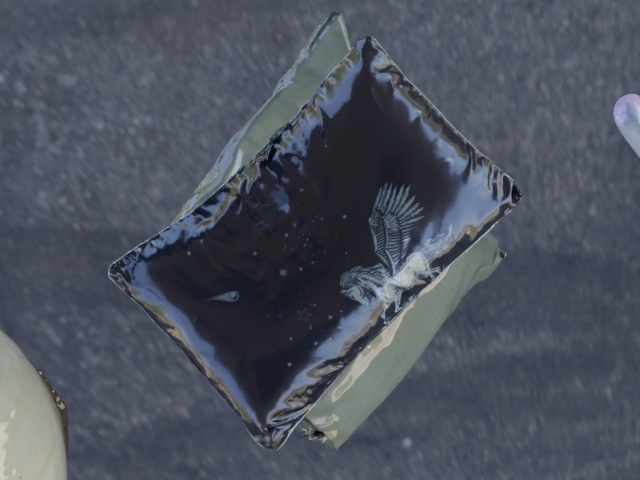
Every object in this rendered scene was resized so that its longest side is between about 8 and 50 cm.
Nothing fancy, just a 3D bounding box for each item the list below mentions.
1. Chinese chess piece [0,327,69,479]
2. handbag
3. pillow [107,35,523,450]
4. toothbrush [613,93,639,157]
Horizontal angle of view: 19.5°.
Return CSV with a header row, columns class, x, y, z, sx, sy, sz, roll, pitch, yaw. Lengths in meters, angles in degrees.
class,x,y,z,sx,sy,sz,roll,pitch,yaw
Chinese chess piece,-0.357,0.164,1.414,0.338,0.338,0.140,7,42,14
handbag,0.009,0.009,1.502,0.109,0.316,0.253,23,69,42
pillow,0.000,0.000,1.057,0.208,0.055,0.141,-43,86,-7
toothbrush,0.215,0.042,0.821,0.025,0.286,0.020,-30,24,32
